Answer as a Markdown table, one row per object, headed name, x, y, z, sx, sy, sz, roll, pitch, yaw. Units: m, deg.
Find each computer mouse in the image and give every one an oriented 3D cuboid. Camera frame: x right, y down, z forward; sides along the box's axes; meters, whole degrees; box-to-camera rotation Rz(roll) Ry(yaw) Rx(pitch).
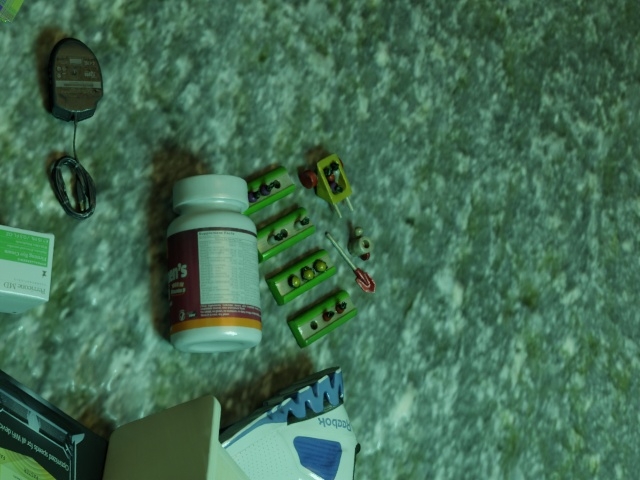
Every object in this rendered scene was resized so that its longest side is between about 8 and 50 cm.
| name | x | y | z | sx | sy | sz | roll | pitch | yaw |
| --- | --- | --- | --- | --- | --- | --- | --- | --- | --- |
| computer mouse | -0.323 | -0.146 | 1.714 | 0.071 | 0.041 | 0.242 | 2 | 82 | -26 |

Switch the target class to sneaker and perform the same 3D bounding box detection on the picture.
| name | x | y | z | sx | sy | sz | roll | pitch | yaw |
| --- | --- | --- | --- | --- | --- | --- | --- | --- | --- |
| sneaker | -0.049 | 0.307 | 1.714 | 0.315 | 0.127 | 0.182 | -28 | 91 | -39 |

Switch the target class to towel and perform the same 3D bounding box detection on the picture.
| name | x | y | z | sx | sy | sz | roll | pitch | yaw |
| --- | --- | --- | --- | --- | --- | --- | --- | --- | --- |
| towel | -0.428 | -0.327 | 1.704 | 0.083 | 0.009 | 0.060 | 34 | 59 | -24 |

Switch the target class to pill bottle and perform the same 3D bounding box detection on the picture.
| name | x | y | z | sx | sy | sz | roll | pitch | yaw |
| --- | --- | --- | --- | --- | --- | --- | --- | --- | --- |
| pill bottle | -0.142 | 0.032 | 1.732 | 0.121 | 0.121 | 0.221 | 6 | 73 | -34 |

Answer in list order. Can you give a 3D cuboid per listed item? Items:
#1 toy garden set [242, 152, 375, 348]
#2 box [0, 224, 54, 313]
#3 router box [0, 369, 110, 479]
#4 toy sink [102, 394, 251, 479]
| name | x | y | z | sx | sy | sz | roll | pitch | yaw |
| --- | --- | --- | --- | --- | --- | --- | --- | --- | --- |
| toy garden set | 0.000 | 0.000 | 1.889 | 0.204 | 0.049 | 0.244 | -30 | 94 | -37 |
| box | -0.388 | 0.033 | 1.568 | 0.101 | 0.102 | 0.087 | 12 | 72 | -34 |
| router box | -0.347 | 0.277 | 1.419 | 0.309 | 0.081 | 0.243 | 47 | 28 | -45 |
| toy sink | -0.162 | 0.323 | 1.516 | 0.131 | 0.153 | 0.234 | 56 | 21 | -36 |
